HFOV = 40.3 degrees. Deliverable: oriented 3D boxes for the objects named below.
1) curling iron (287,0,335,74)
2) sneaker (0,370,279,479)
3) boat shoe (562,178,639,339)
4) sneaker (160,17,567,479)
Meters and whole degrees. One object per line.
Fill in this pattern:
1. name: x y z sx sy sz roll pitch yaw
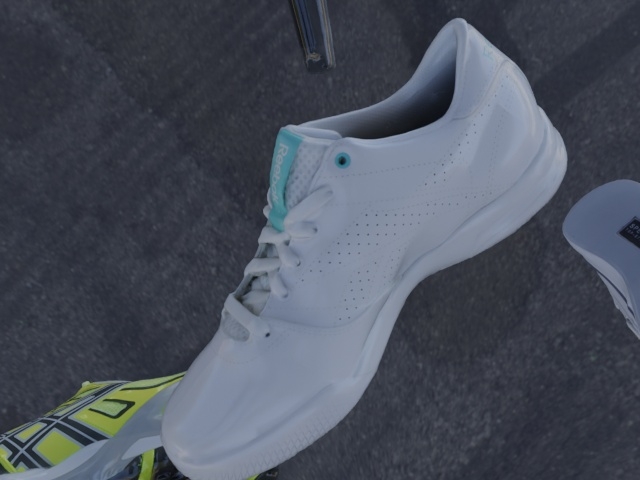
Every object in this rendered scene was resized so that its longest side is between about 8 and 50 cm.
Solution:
1. curling iron: -0.036 -0.227 0.485 0.035 0.068 0.274 -29 104 -41
2. sneaker: -0.231 0.217 0.800 0.384 0.145 0.147 -12 34 -6
3. boat shoe: 0.251 0.035 0.589 0.095 0.258 0.084 -38 111 14
4. sneaker: 0.000 0.000 0.354 0.212 0.094 0.080 -46 37 -5
